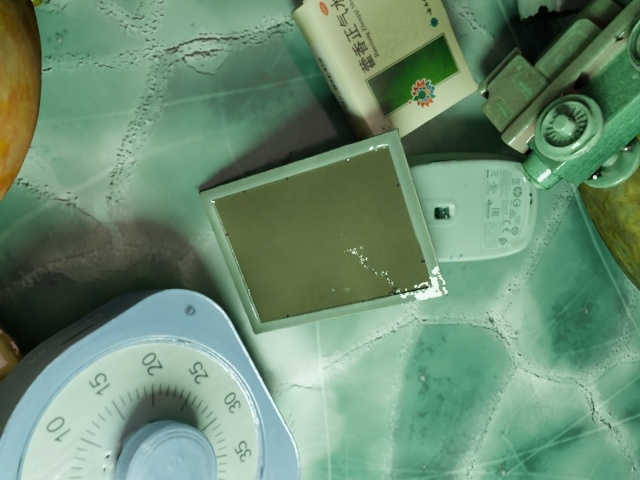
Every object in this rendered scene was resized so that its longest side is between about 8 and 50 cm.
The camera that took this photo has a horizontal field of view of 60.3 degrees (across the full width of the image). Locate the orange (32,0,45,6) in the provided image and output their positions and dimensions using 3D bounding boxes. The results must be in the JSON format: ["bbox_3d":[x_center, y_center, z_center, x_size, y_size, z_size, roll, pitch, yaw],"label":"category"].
[{"bbox_3d":[-0.362,-0.320,0.648,0.085,0.085,0.095,-46,103,-1],"label":"orange"}]

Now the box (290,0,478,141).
[{"bbox_3d":[0.084,-0.255,0.742,0.168,0.095,0.212,-32,109,-3],"label":"box"}]

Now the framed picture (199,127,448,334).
[{"bbox_3d":[0.000,0.000,0.749,0.293,0.018,0.231,-14,104,20],"label":"framed picture"}]

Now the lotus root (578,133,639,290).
[{"bbox_3d":[0.519,-0.085,0.807,0.250,0.250,0.346,-31,100,-5],"label":"lotus root"}]

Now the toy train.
[{"bbox_3d":[0.358,-0.213,0.697,0.150,0.221,0.304,17,129,-37],"label":"toy train"}]

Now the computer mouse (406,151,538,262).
[{"bbox_3d":[0.177,-0.048,0.803,0.289,0.097,0.159,-5,100,-16],"label":"computer mouse"}]

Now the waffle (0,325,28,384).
[{"bbox_3d":[-0.509,0.242,0.620,0.376,0.114,0.261,-38,106,-31],"label":"waffle"}]

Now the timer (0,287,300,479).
[{"bbox_3d":[-0.219,0.275,0.657,0.395,0.173,0.394,6,81,-42],"label":"timer"}]

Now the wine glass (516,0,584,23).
[{"bbox_3d":[0.385,-0.469,0.717,0.264,0.096,0.309,-1,103,30],"label":"wine glass"}]

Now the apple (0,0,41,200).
[{"bbox_3d":[-0.452,-0.179,0.498,0.391,0.391,0.346,40,114,-15],"label":"apple"}]
